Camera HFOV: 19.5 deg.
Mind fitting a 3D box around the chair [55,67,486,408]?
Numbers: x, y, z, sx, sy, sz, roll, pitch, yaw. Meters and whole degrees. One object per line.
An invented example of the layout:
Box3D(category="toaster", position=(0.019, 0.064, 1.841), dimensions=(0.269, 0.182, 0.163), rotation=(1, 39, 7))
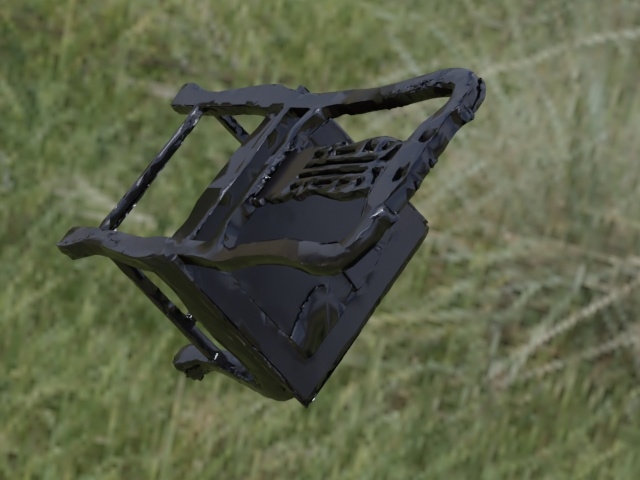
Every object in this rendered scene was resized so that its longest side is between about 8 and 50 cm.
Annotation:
Box3D(category="chair", position=(0.000, 0.000, 0.780), dimensions=(0.113, 0.106, 0.229), rotation=(47, -22, -30))
